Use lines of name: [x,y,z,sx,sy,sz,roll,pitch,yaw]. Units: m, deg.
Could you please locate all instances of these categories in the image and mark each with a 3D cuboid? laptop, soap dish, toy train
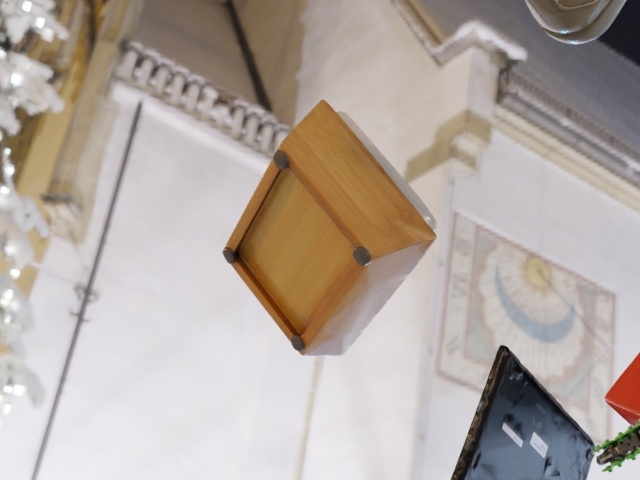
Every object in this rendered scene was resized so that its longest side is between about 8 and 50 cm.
laptop: [0.136,0.264,1.055,0.136,0.264,0.234,5,-28,41]
soap dish: [0.000,0.000,1.373,0.229,0.118,0.291,52,-40,16]
toy train: [0.178,0.111,0.595,0.023,0.017,0.083,-17,-20,-20]

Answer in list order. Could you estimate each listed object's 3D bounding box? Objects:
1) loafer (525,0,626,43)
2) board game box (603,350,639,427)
loafer: [0.226,-0.273,0.808,0.087,0.251,0.094,6,20,-48]
board game box: [0.326,0.169,0.595,0.242,0.064,0.316,42,-5,-9]
